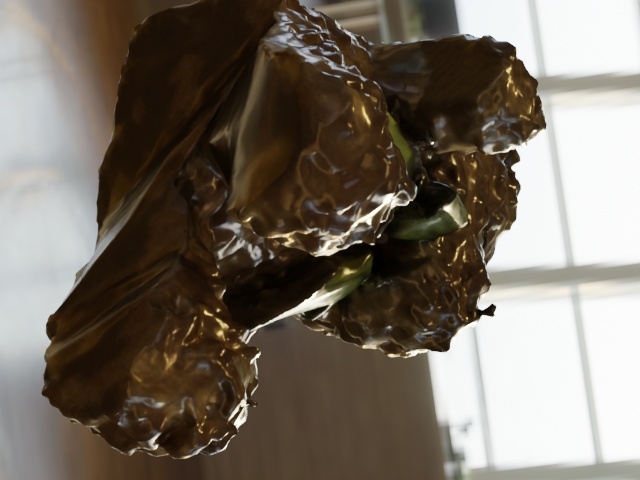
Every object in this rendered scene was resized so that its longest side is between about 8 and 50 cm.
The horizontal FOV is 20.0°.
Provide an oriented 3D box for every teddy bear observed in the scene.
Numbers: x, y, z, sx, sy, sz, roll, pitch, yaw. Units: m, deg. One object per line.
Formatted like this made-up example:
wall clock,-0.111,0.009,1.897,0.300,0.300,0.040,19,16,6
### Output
teddy bear,0.003,0.005,0.810,0.222,0.246,0.296,34,16,-24
